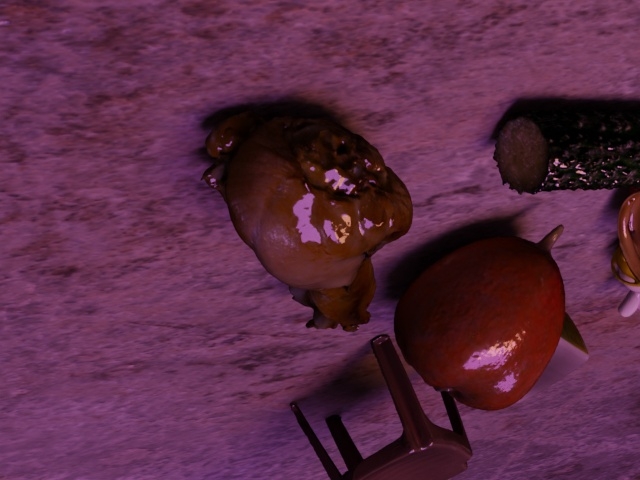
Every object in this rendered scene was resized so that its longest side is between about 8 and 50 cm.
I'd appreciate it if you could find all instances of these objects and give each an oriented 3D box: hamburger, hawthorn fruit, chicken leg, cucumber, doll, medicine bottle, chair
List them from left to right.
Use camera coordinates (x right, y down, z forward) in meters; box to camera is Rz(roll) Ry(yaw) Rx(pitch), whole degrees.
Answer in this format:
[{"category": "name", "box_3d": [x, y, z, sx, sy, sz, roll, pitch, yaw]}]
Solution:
[{"category": "chicken leg", "box_3d": [0.000, 0.000, 1.793, 0.201, 0.153, 0.429, -10, 158, 2]}, {"category": "chair", "box_3d": [0.106, 0.317, 2.180, 0.183, 0.326, 0.175, -34, 151, 20]}, {"category": "hawthorn fruit", "box_3d": [0.210, 0.080, 2.025, 0.251, 0.199, 0.199, -49, 145, 14]}, {"category": "medicine bottle", "box_3d": [0.253, 0.133, 2.222, 0.132, 0.088, 0.188, -33, 149, 17]}, {"category": "cucumber", "box_3d": [0.360, -0.104, 1.910, 0.359, 0.096, 0.096, -5, 146, -33]}, {"category": "doll", "box_3d": [0.435, 0.050, 2.225, 0.129, 0.081, 0.207, -39, 146, 12]}, {"category": "hamburger", "box_3d": [0.454, -0.015, 2.061, 0.137, 0.175, 0.175, -26, 156, -32]}]
